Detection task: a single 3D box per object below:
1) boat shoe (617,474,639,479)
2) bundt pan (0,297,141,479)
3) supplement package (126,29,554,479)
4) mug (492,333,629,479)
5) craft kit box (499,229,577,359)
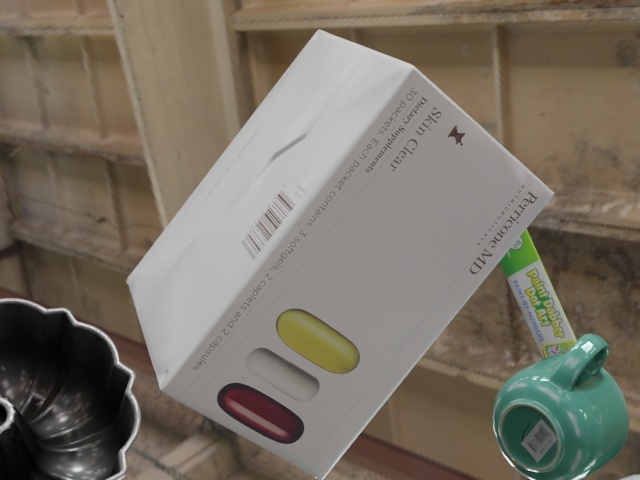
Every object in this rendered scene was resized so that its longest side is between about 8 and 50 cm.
[{"bbox_3d":[0.297,0.299,0.800,0.079,0.081,0.227,-116,-172,-63],"label":"boat shoe"},{"bbox_3d":[-0.375,0.232,1.043,0.331,0.331,0.124,42,-37,23],"label":"bundt pan"},{"bbox_3d":[0.000,0.000,0.680,0.145,0.262,0.204,35,6,-26],"label":"supplement package"},{"bbox_3d":[0.248,0.183,0.973,0.129,0.097,0.157,-7,-85,46],"label":"mug"},{"bbox_3d":[0.300,0.063,1.288,0.061,0.246,0.249,-24,-88,9],"label":"craft kit box"}]
